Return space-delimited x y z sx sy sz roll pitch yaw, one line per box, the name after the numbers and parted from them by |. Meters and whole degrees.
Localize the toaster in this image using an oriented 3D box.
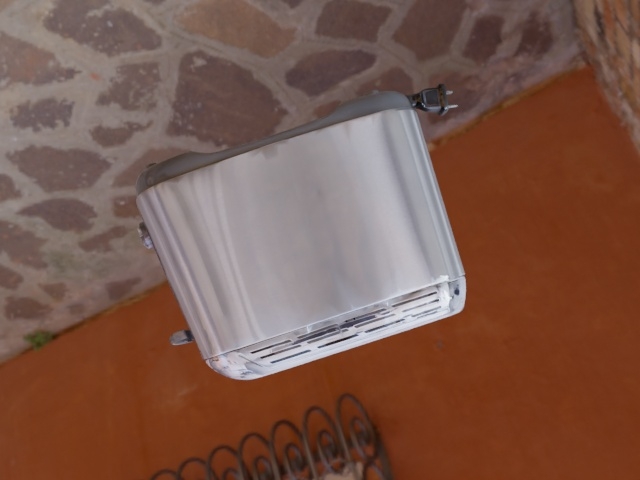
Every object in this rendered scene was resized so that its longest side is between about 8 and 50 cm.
0.000 0.000 0.490 0.227 0.146 0.129 -18 174 -2 | toaster
